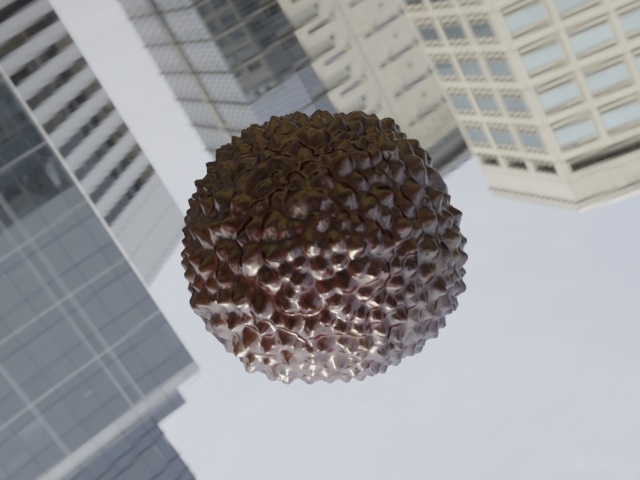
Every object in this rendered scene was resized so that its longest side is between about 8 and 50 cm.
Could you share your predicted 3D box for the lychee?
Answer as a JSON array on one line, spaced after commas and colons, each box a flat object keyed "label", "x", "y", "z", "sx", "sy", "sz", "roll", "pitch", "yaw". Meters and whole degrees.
[{"label": "lychee", "x": 0.002, "y": 0.003, "z": 0.396, "sx": 0.123, "sy": 0.123, "sz": 0.129, "roll": -32, "pitch": 179, "yaw": -6}]
